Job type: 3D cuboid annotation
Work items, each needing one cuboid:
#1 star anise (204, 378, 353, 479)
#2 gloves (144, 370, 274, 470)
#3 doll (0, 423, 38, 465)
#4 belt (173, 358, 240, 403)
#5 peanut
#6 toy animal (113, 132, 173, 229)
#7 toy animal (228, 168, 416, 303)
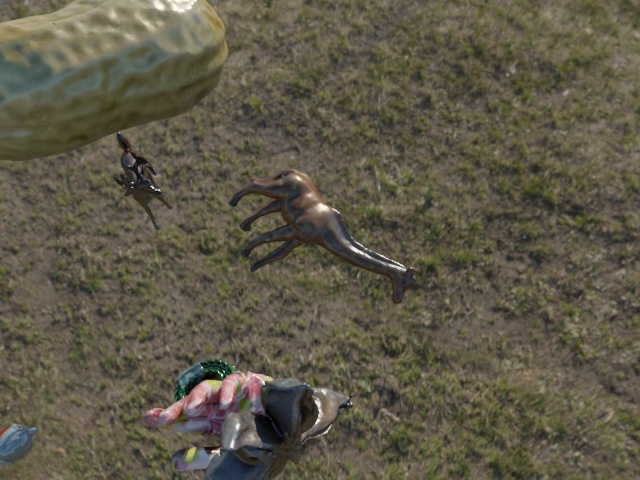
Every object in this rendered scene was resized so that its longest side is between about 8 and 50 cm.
[{"bbox_3d":[-0.056,0.208,0.706,0.172,0.208,0.063,-45,67,0],"label":"star anise"},{"bbox_3d":[-0.155,0.280,1.069,0.241,0.145,0.126,13,24,-15],"label":"gloves"},{"bbox_3d":[-0.668,0.440,1.427,0.228,0.102,0.075,-32,84,25],"label":"doll"},{"bbox_3d":[-0.223,0.313,1.384,0.151,0.079,0.121,-12,59,17],"label":"belt"},{"bbox_3d":[-0.242,-0.170,0.671,0.325,0.140,0.153,-23,59,-23],"label":"peanut"},{"bbox_3d":[-0.422,-0.137,1.550,0.087,0.260,0.243,-37,57,-10],"label":"toy animal"},{"bbox_3d":[0.000,0.000,0.930,0.230,0.066,0.224,-17,80,12],"label":"toy animal"}]
